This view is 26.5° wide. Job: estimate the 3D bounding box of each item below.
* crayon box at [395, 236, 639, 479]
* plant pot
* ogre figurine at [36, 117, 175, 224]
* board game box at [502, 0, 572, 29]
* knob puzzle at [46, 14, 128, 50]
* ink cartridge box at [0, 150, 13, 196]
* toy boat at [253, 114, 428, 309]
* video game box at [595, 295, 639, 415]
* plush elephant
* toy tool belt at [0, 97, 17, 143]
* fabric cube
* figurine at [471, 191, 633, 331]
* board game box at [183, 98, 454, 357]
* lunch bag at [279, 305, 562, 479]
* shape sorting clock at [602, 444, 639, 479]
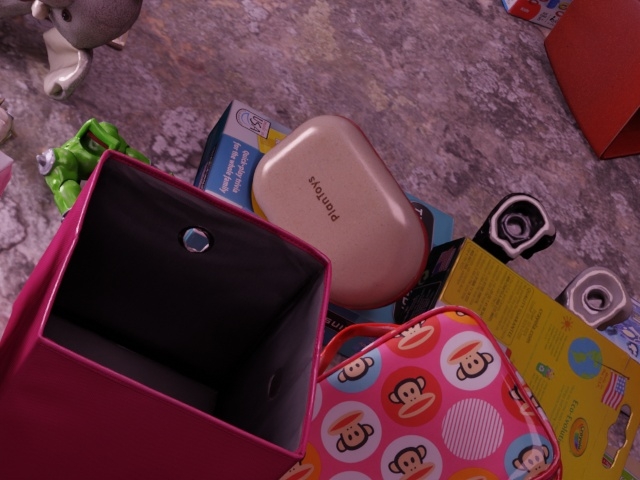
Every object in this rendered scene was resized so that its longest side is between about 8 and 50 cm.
[{"bbox_3d":[0.231,0.167,1.597,0.318,0.081,0.202,35,65,-17],"label":"crayon box"},{"bbox_3d":[0.538,-0.320,2.273,0.267,0.267,0.235,-10,53,-43],"label":"plant pot"},{"bbox_3d":[-0.246,-0.071,1.541,0.118,0.097,0.197,52,51,-2],"label":"ogre figurine"},{"bbox_3d":[0.520,-0.487,2.369,0.308,0.302,0.086,13,46,-28],"label":"board game box"},{"bbox_3d":[-0.322,-0.353,1.797,0.213,0.030,0.213,21,42,-21],"label":"knob puzzle"},{"bbox_3d":[-0.440,0.026,1.193,0.129,0.223,0.307,40,39,2],"label":"ink cartridge box"},{"bbox_3d":[0.036,-0.026,1.582,0.231,0.151,0.151,58,14,20],"label":"toy boat"},{"bbox_3d":[0.434,0.161,1.892,0.205,0.048,0.187,32,42,-9],"label":"video game box"},{"bbox_3d":[-0.315,-0.320,1.578,0.330,0.272,0.255,15,26,-49],"label":"plush elephant"},{"bbox_3d":[-0.382,-0.147,1.548,0.083,0.052,0.051,44,8,1],"label":"toy tool belt"},{"bbox_3d":[-0.168,0.124,1.288,0.254,0.258,0.259,26,41,-15],"label":"fabric cube"},{"bbox_3d":[0.269,0.059,1.749,0.215,0.209,0.092,43,67,2],"label":"figurine"},{"bbox_3d":[0.000,0.000,1.677,0.336,0.079,0.253,27,41,-15],"label":"board game box"},{"bbox_3d":[0.075,0.205,1.397,0.258,0.293,0.120,61,-1,27],"label":"lunch bag"},{"bbox_3d":[0.350,0.335,1.663,0.206,0.040,0.206,12,50,-15],"label":"shape sorting clock"}]
